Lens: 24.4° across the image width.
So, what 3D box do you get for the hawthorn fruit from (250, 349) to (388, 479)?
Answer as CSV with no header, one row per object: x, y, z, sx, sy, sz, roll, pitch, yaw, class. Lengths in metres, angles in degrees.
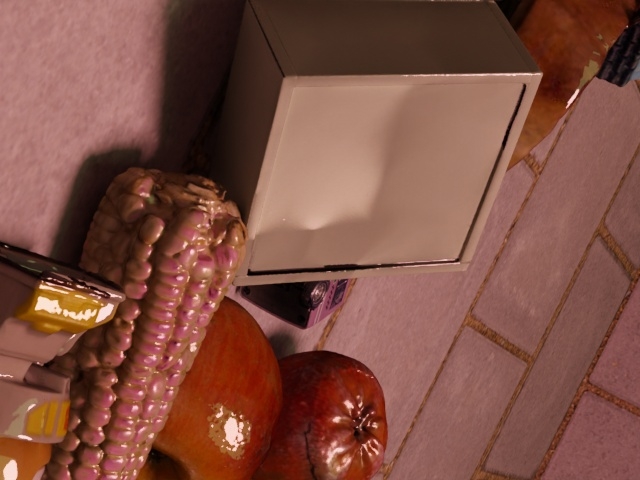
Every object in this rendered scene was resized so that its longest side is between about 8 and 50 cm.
-0.014,0.203,1.602,0.173,0.173,0.173,-47,152,-34,hawthorn fruit

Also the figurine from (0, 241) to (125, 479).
-0.246,0.140,1.040,0.308,0.143,0.308,-55,161,-29,figurine

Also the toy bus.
-0.004,-0.021,1.458,0.108,0.096,0.199,-23,135,-56,toy bus

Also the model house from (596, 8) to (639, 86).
0.360,-0.334,1.859,0.261,0.241,0.226,102,-20,-56,model house

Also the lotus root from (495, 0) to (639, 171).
0.185,-0.199,1.498,0.375,0.111,0.390,-51,-168,32,lotus root

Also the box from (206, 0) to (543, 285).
0.036,-0.088,1.257,0.225,0.117,0.225,-3,134,-21,box

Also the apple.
-0.115,0.146,1.352,0.195,0.160,0.173,101,5,-46,apple

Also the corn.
-0.166,0.097,1.210,0.127,0.127,0.335,-4,121,-64,corn
